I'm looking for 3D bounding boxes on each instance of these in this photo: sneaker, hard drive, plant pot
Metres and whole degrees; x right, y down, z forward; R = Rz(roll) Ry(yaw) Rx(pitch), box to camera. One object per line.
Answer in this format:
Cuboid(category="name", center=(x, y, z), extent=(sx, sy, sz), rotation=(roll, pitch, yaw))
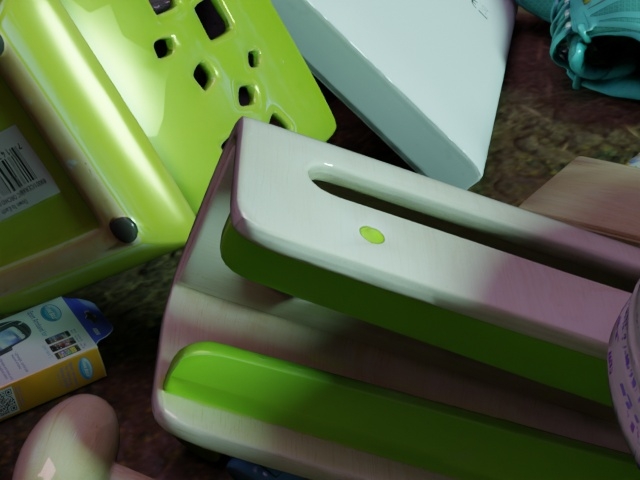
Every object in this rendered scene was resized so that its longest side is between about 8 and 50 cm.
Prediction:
Cuboid(category="sneaker", center=(0.220, -0.173, 1.212), extent=(0.110, 0.107, 0.275), rotation=(-31, 35, -12))
Cuboid(category="hard drive", center=(0.062, -0.184, 1.205), extent=(0.040, 0.203, 0.307), rotation=(-38, 17, 31))
Cuboid(category="plant pot", center=(-0.162, -0.087, 1.024), extent=(0.228, 0.227, 0.207), rotation=(-20, 19, 35))

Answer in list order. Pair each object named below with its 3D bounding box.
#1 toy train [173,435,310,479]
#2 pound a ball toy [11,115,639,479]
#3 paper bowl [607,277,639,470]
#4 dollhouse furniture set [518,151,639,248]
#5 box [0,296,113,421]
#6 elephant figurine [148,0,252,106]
Cuboid(category="toy train", center=(-0.043, 0.069, 0.924), extent=(0.143, 0.105, 0.248), rotation=(-48, 37, -20))
Cuboid(category="pound a ball toy", center=(0.032, 0.068, 0.769), extent=(0.319, 0.208, 0.136), rotation=(17, 31, -10))
Cuboid(category="paper bowl", center=(0.269, 0.053, 0.611), extent=(0.284, 0.148, 0.284), rotation=(17, 32, -11))
Cuboid(category="dollhouse furniture set", center=(0.229, -0.026, 0.895), extent=(0.242, 0.161, 0.212), rotation=(16, 41, 40))
Cuboid(category="box", center=(-0.201, 0.081, 1.015), extent=(0.136, 0.028, 0.081), rotation=(-21, 31, -18))
Cuboid(category="elephant figurine", center=(-0.108, -0.157, 1.288), extent=(0.239, 0.186, 0.169), rotation=(-36, 79, -17))
